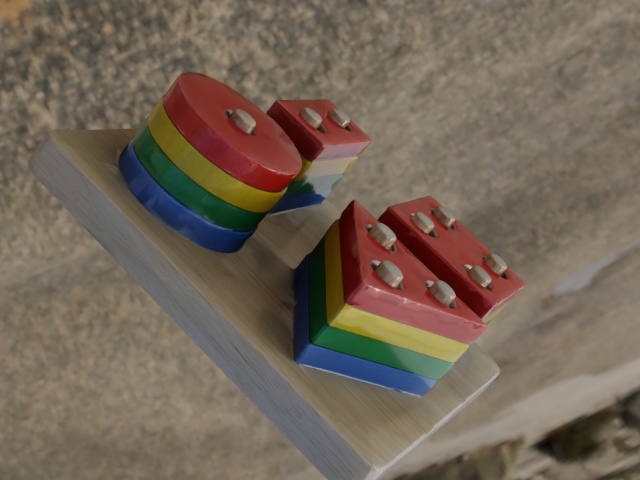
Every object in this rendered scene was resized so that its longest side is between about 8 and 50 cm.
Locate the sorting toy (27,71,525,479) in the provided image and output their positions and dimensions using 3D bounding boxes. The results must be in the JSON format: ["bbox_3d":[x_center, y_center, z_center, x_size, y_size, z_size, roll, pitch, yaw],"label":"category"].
[{"bbox_3d":[0.000,0.000,0.738,0.089,0.257,0.255,-50,167,20],"label":"sorting toy"}]
